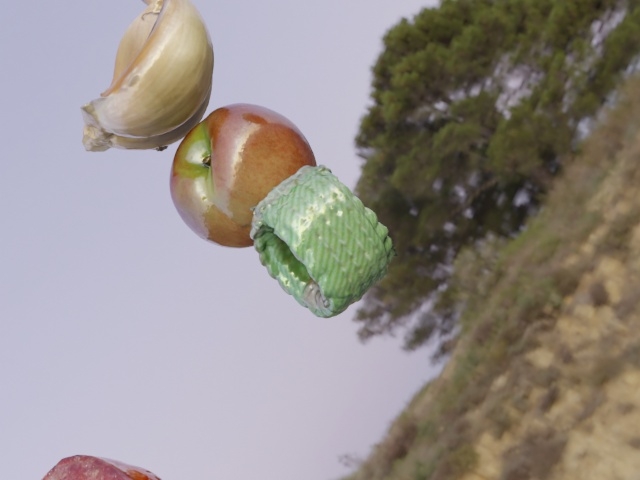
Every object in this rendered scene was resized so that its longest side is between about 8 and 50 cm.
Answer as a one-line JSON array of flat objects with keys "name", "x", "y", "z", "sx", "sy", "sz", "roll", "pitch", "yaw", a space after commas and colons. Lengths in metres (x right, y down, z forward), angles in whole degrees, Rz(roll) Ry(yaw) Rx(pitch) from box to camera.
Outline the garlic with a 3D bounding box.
[{"name": "garlic", "x": -0.289, "y": -0.295, "z": 1.936, "sx": 0.313, "sy": 0.249, "sz": 0.286, "roll": -58, "pitch": -20, "yaw": -23}]

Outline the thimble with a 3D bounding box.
[{"name": "thimble", "x": 0.000, "y": 0.000, "z": 1.696, "sx": 0.150, "sy": 0.219, "sz": 0.219, "roll": -41, "pitch": -23, "yaw": -19}]

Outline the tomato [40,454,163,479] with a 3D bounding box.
[{"name": "tomato", "x": -0.257, "y": 0.375, "z": 1.395, "sx": 0.140, "sy": 0.233, "sz": 0.200, "roll": 12, "pitch": -86, "yaw": -59}]

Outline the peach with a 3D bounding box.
[{"name": "peach", "x": -0.125, "y": -0.109, "z": 1.886, "sx": 0.252, "sy": 0.252, "sz": 0.252, "roll": -56, "pitch": -17, "yaw": -28}]
